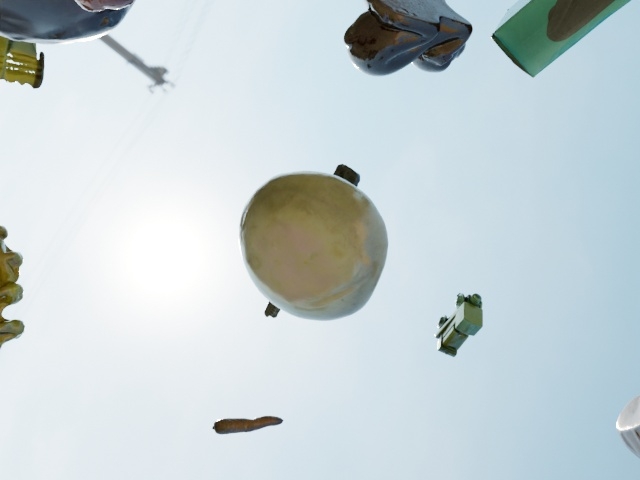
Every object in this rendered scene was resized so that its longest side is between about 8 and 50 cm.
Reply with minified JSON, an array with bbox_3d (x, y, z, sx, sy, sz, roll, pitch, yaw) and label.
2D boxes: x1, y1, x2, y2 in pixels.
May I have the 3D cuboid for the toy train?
[{"bbox_3d":[0.239,0.144,1.388,0.081,0.050,0.122,-79,-165,-49],"label":"toy train"}]

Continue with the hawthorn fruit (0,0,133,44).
[{"bbox_3d":[-0.288,-0.333,0.735,0.308,0.324,0.309,-11,-105,46],"label":"hawthorn fruit"}]

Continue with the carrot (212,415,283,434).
[{"bbox_3d":[-0.159,0.409,1.797,0.035,0.165,0.036,180,-90,-71],"label":"carrot"}]

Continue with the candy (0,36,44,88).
[{"bbox_3d":[-0.415,-0.353,1.014,0.081,0.187,0.297,-152,-108,-67],"label":"candy"}]

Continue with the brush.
[{"bbox_3d":[-0.023,0.006,1.508,0.070,0.051,0.323,32,-81,27],"label":"brush"}]

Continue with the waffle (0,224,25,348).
[{"bbox_3d":[-0.452,0.082,0.934,0.057,0.229,0.219,118,-47,-66],"label":"waffle"}]

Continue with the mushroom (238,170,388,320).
[{"bbox_3d":[0.000,0.000,1.260,0.246,0.246,0.202,-8,-162,42],"label":"mushroom"}]

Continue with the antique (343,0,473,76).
[{"bbox_3d":[0.157,-0.358,1.436,0.121,0.256,0.143,51,-47,28],"label":"antique"}]

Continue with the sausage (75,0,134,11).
[{"bbox_3d":[-0.159,-0.235,0.544,0.062,0.154,0.062,-6,-146,4],"label":"sausage"}]

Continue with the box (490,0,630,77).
[{"bbox_3d":[0.475,-0.451,1.458,0.311,0.118,0.205,-38,-173,33],"label":"box"}]

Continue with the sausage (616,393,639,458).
[{"bbox_3d":[0.561,0.291,1.268,0.136,0.241,0.120,30,-114,12],"label":"sausage"}]
